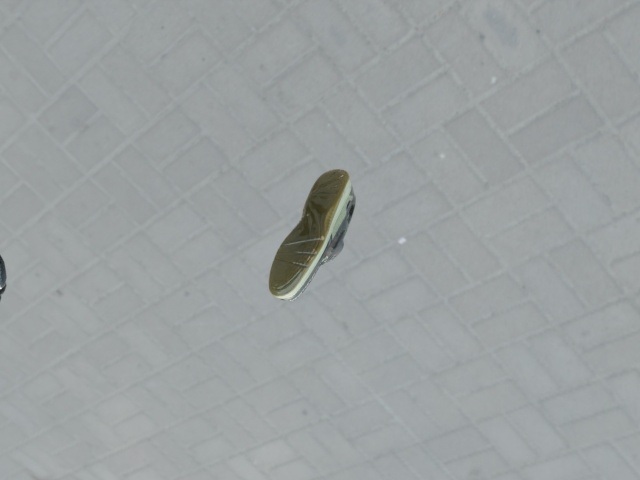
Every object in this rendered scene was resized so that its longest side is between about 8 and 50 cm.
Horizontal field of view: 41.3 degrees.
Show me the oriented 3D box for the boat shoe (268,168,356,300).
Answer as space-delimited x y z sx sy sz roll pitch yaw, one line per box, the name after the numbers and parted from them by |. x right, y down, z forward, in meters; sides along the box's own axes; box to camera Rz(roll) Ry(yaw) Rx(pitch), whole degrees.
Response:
0.000 0.000 0.845 0.056 0.152 0.049 6 149 42 | boat shoe

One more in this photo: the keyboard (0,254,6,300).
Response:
-0.217 -0.008 0.308 0.202 0.033 0.317 25 164 -36 | keyboard
